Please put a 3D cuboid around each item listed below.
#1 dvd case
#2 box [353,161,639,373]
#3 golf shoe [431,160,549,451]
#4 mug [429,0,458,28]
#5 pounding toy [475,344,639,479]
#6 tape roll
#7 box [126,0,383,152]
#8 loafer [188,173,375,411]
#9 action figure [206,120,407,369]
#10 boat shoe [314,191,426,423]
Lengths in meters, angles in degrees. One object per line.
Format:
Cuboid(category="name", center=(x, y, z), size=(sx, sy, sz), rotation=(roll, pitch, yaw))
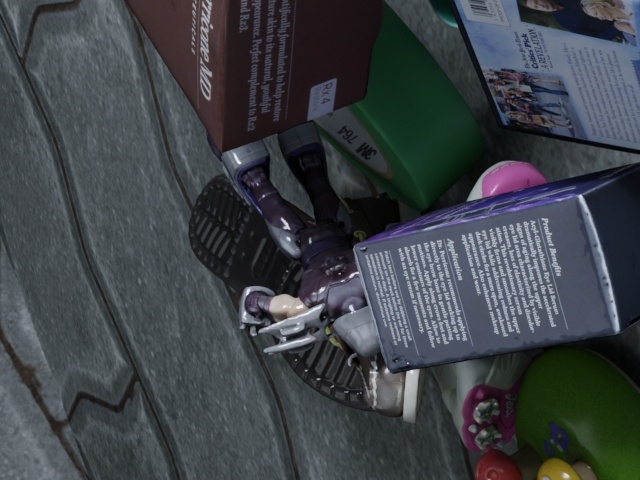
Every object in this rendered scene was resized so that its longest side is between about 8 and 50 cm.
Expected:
Cuboid(category="dvd case", center=(0.213, -0.115, 1.297), size=(0.253, 0.022, 0.180), rotation=(13, 151, 29))
Cuboid(category="box", center=(0.157, 0.020, 1.487), size=(0.207, 0.153, 0.108), rotation=(-13, 95, 33))
Cuboid(category="golf shoe", center=(0.138, 0.044, 1.708), size=(0.140, 0.115, 0.306), rotation=(52, 149, 45))
Cuboid(category="mug", center=(0.157, -0.209, 1.461), size=(0.129, 0.097, 0.157), rotation=(-59, 41, 36))
Cuboid(category="pounding toy", center=(0.216, 0.213, 1.620), size=(0.237, 0.110, 0.183), rotation=(57, 153, 14))
Cuboid(category="tape roll", center=(0.007, -0.165, 1.695), size=(0.321, 0.077, 0.321), rotation=(47, 175, 5))
Cuboid(category="box", center=(-0.102, -0.276, 1.472), size=(0.381, 0.143, 0.191), rotation=(55, 158, 28))
Cuboid(category="loafer", center=(0.007, 0.044, 2.009), size=(0.366, 0.130, 0.134), rotation=(47, 116, 41))
Cuboid(category="action figure", center=(0.000, 0.000, 1.681), size=(0.099, 0.185, 0.285), rotation=(89, 160, -52))
Cuboid(category="boat shoe", center=(0.045, 0.055, 1.764), size=(0.324, 0.097, 0.116), rotation=(-91, 7, -58))
